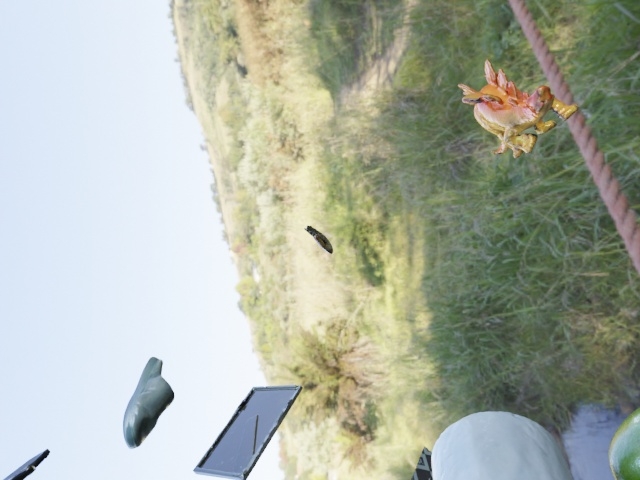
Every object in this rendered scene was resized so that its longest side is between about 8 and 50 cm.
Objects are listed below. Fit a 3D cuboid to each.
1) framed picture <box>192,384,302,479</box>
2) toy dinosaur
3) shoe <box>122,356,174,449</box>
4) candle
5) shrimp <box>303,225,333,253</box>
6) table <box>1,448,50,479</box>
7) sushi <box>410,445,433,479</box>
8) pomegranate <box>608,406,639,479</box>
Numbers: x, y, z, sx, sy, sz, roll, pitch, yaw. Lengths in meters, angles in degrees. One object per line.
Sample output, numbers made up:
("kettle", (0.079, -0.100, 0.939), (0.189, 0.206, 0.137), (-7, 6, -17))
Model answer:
("framed picture", (-0.183, 0.480, 1.297), (0.019, 0.209, 0.281), (56, -134, -19))
("toy dinosaur", (0.216, -0.156, 0.605), (0.117, 0.070, 0.288), (47, -170, 3))
("shoe", (-0.411, 0.395, 1.252), (0.251, 0.100, 0.103), (-94, 6, -53))
("candle", (0.271, 0.390, 0.743), (0.342, 0.221, 0.221), (-67, -27, -68))
("shrimp", (0.000, 0.000, 1.290), (0.108, 0.023, 0.059), (38, -157, -40))
("table", (-0.540, 0.352, 0.702), (0.249, 0.317, 0.317), (-44, -26, -28))
("sushi", (0.328, 0.620, 1.207), (0.047, 0.231, 0.220), (-58, -12, 27))
("pomegranate", (0.521, 0.355, 0.728), (0.190, 0.159, 0.240), (9, -119, -45))
